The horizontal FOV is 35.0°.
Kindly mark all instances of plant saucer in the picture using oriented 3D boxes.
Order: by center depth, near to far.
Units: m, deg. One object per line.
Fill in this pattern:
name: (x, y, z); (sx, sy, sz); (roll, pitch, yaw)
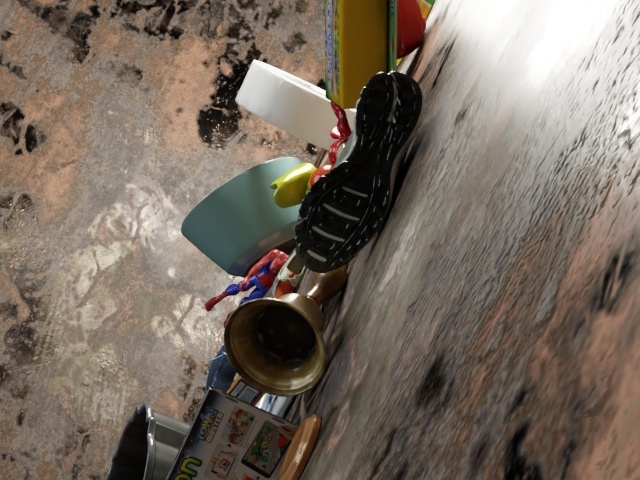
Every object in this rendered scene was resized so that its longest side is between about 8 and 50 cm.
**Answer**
plant saucer: (-0.023, 0.213, 1.022); (0.083, 0.013, 0.083); (-63, 4, 8)

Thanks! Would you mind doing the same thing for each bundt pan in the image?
bundt pan: (-0.217, 0.387, 1.333); (0.331, 0.124, 0.330); (-163, 90, -73)

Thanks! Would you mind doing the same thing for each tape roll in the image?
tape roll: (-0.037, -0.285, 2.194); (0.286, 0.286, 0.100); (-88, 23, -79)

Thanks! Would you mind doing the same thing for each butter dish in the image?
butter dish: (0.139, -0.395, 1.861); (0.160, 0.118, 0.160); (-21, 77, 63)

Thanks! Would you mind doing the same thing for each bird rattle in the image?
bird rattle: (0.030, -0.117, 1.836); (0.253, 0.143, 0.207); (-46, 26, 32)

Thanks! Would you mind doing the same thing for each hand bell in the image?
hand bell: (-0.012, 0.077, 1.251); (0.126, 0.126, 0.242); (-62, -7, 30)

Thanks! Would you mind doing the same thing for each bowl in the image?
bowl: (-0.136, -0.029, 2.245); (0.311, 0.163, 0.311); (-29, -14, -8)

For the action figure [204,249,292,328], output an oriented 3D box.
action figure: (-0.142, 0.115, 2.134); (0.280, 0.091, 0.139); (-38, 15, 33)

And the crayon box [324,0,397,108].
crayon box: (0.061, -0.327, 1.685); (0.323, 0.083, 0.203); (-119, 28, -77)

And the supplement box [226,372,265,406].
supplement box: (-0.088, 0.178, 1.377); (0.055, 0.043, 0.083); (-53, 9, 42)

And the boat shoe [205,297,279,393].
boat shoe: (-0.146, 0.206, 1.914); (0.089, 0.109, 0.258); (-53, 14, 52)

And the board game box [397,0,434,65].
board game box: (0.179, -0.479, 2.129); (0.316, 0.064, 0.242); (129, 166, -71)

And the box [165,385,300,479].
box: (-0.113, 0.274, 1.097); (0.207, 0.114, 0.036); (-65, 4, -6)

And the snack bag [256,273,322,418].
snack bag: (-0.081, 0.231, 1.461); (0.342, 0.037, 0.323); (-62, 5, 25)

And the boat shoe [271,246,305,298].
boat shoe: (-0.057, 0.067, 2.019); (0.137, 0.049, 0.043); (-61, 5, -22)

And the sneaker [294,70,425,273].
sneaker: (0.056, -0.076, 1.282); (0.271, 0.100, 0.108); (-62, -10, -13)
